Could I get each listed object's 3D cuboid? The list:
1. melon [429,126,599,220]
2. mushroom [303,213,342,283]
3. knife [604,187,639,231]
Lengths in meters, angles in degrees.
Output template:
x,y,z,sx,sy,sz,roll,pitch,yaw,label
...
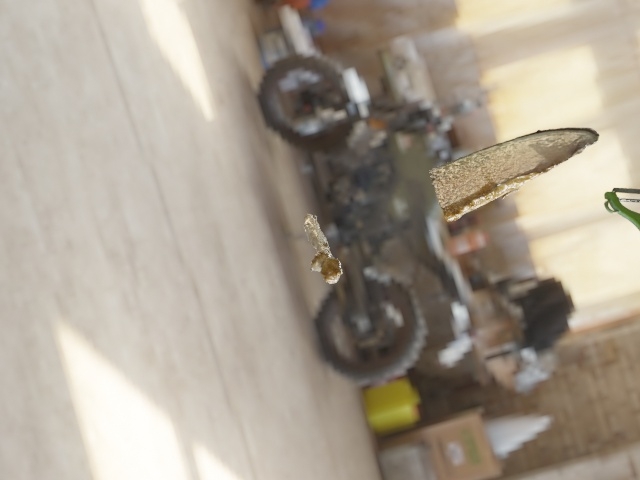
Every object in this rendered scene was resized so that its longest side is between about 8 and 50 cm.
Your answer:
x,y,z,sx,sy,sz,roll,pitch,yaw,label
0.205,-0.077,1.833,0.054,0.182,0.098,64,1,-13,melon
-0.001,0.006,1.442,0.286,0.026,0.028,-107,-158,-82,mushroom
0.296,0.029,1.517,0.078,0.022,0.166,-1,67,-36,knife
